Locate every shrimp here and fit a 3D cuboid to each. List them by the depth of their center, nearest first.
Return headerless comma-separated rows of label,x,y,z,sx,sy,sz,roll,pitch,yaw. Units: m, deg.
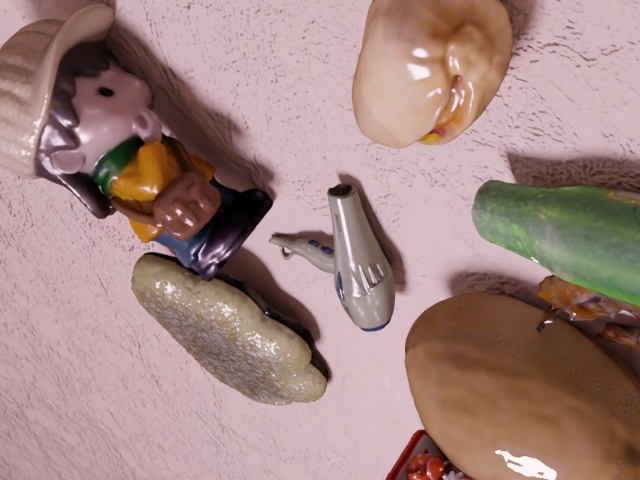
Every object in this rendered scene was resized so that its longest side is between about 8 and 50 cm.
shrimp,0.272,0.067,1.611,0.187,0.052,0.132,-2,129,49

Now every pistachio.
pistachio,0.090,-0.154,1.482,0.200,0.117,0.145,121,138,-68
pistachio,0.201,0.158,1.718,0.293,0.182,0.162,27,-171,32

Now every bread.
bread,-0.095,0.116,2.091,0.207,0.056,0.286,2,145,49

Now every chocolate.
chocolate,0.254,0.003,1.505,0.291,0.110,0.110,18,143,42

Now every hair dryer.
hair dryer,0.004,-0.011,1.863,0.199,0.067,0.167,39,146,38

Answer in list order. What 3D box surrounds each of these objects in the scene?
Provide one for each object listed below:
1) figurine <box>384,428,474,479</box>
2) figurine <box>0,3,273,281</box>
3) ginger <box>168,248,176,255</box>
figurine,0.204,0.321,1.968,0.226,0.160,0.183,-5,128,42
figurine,-0.223,-0.089,1.881,0.204,0.185,0.332,-31,103,24
ginger,-0.161,-0.042,2.010,0.069,0.051,0.173,31,144,42
